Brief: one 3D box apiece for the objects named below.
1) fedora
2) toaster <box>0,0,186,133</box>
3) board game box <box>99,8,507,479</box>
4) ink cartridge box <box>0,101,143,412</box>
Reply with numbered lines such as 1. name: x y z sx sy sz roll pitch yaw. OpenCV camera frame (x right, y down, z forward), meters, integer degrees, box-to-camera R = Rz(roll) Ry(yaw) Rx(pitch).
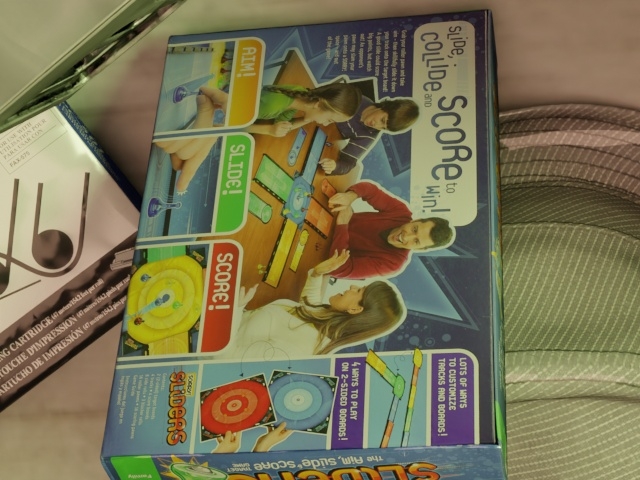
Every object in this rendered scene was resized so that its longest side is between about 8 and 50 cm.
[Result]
1. fedora: 0.077 0.082 0.611 0.275 0.124 0.243 -20 106 15
2. toaster: -0.084 -0.130 0.530 0.168 0.185 0.110 -37 96 18
3. board game box: 0.000 0.000 0.561 0.136 0.201 0.035 -3 142 10
4. ink cartridge box: -0.167 0.034 0.638 0.207 0.046 0.097 -36 106 1
